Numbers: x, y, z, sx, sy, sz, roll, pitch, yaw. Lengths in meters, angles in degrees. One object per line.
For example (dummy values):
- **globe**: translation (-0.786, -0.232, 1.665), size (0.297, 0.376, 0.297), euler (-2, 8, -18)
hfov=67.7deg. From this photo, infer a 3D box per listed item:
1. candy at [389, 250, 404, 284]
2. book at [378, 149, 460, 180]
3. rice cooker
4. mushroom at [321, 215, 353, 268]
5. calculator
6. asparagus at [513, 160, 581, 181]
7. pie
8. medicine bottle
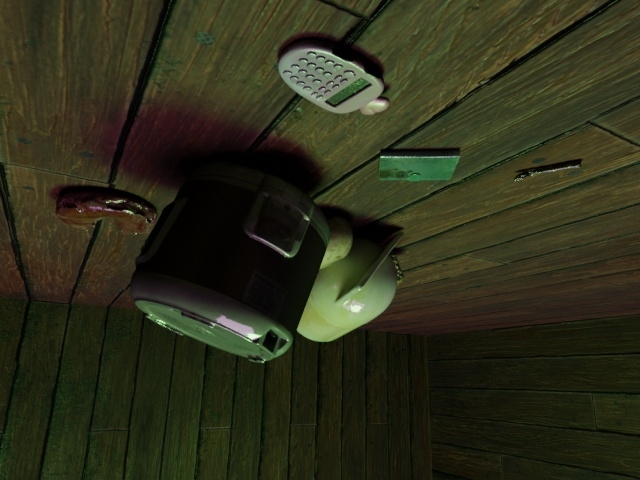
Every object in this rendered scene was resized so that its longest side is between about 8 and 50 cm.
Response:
- **candy**: translation (0.200, 0.083, 1.422), size (0.085, 0.110, 0.095), euler (-13, 178, -14)
- **book**: translation (0.173, -0.132, 0.858), size (0.134, 0.017, 0.103), euler (0, 163, 5)
- **rice cooker**: translation (-0.158, 0.029, 0.909), size (0.334, 0.326, 0.335), euler (18, 157, 8)
- **mushroom**: translation (0.000, 0.000, 1.146), size (0.166, 0.127, 0.166), euler (-20, 173, -2)
- **calculator**: translation (0.022, -0.205, 0.617), size (0.165, 0.024, 0.103), euler (18, 157, -37)
- **asparagus**: translation (0.407, -0.126, 0.860), size (0.114, 0.015, 0.014), euler (-9, 162, 31)
- **pie**: translation (-0.491, -0.061, 1.100), size (0.218, 0.054, 0.204), euler (5, 164, -13)
- **medicine bottle**: translation (0.073, 0.123, 1.328), size (0.235, 0.236, 0.406), euler (8, 153, -22)
